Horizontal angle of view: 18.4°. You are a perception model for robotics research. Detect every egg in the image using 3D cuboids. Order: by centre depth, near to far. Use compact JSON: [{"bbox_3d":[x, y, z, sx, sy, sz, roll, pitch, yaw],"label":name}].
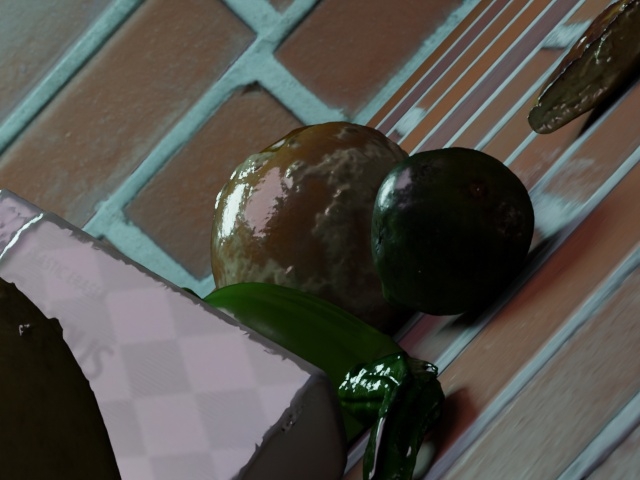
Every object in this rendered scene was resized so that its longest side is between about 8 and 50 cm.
[{"bbox_3d":[0.000,0.000,1.680,0.195,0.195,0.233,-41,7,48],"label":"egg"}]

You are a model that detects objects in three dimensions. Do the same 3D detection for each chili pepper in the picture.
[{"bbox_3d":[0.049,0.112,1.266,0.073,0.050,0.182,-39,9,8],"label":"chili pepper"}]

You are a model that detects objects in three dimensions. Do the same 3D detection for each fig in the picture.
[{"bbox_3d":[0.085,0.013,1.438,0.117,0.117,0.177,-53,-8,-44],"label":"fig"}]

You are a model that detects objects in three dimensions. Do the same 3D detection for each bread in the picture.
[{"bbox_3d":[0.224,-0.139,1.644,0.136,0.054,0.154,-47,0,-5],"label":"bread"}]

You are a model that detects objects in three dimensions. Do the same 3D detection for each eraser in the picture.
[{"bbox_3d":[-0.163,0.121,1.387,0.396,0.082,0.213,26,77,45],"label":"eraser"}]

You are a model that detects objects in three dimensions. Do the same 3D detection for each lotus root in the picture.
[{"bbox_3d":[-0.051,0.096,1.509,0.186,0.186,0.186,-47,6,6],"label":"lotus root"}]

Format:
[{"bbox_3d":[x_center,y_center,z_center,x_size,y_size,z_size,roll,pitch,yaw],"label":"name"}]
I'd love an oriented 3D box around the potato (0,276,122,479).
[{"bbox_3d":[-0.211,0.191,1.166,0.219,0.359,0.269,-13,4,-28],"label":"potato"}]
